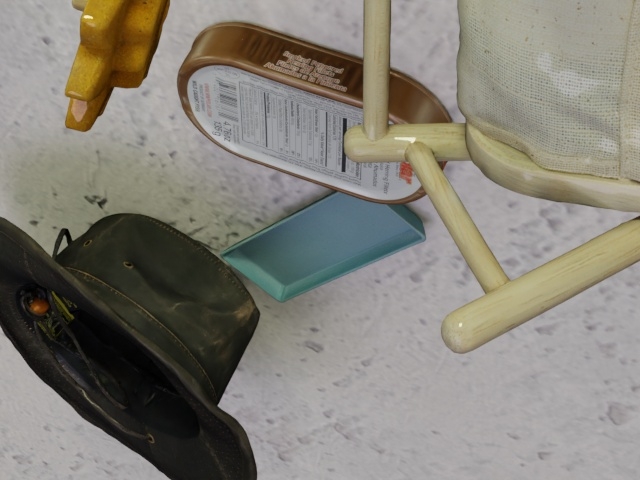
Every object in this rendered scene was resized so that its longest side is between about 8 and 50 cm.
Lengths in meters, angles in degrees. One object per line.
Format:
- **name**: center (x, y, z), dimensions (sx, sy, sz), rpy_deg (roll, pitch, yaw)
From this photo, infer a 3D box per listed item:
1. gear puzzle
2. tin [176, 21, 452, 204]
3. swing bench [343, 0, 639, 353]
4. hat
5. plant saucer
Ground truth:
- **gear puzzle**: center (-0.028, -0.183, 0.541), dimensions (0.044, 0.339, 0.175), rpy_deg (19, 147, -3)
- **tin**: center (-0.006, -0.081, 0.951), dimensions (0.189, 0.040, 0.106), rpy_deg (19, 151, 12)
- **swing bench**: center (0.151, -0.114, 0.610), dimensions (0.254, 0.165, 0.253), rpy_deg (-12, 134, -12)
- **hat**: center (-0.136, 0.069, 1.165), dimensions (0.331, 0.134, 0.331), rpy_deg (36, 153, 22)
- **plant saucer**: center (0.000, 0.000, 1.077), dimensions (0.067, 0.018, 0.192), rpy_deg (39, 145, -18)
